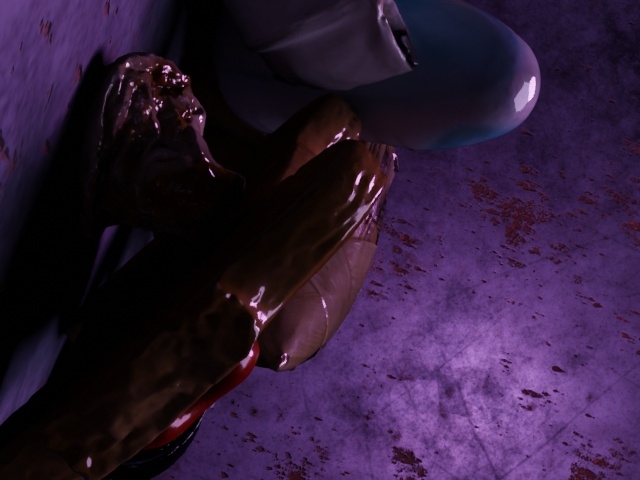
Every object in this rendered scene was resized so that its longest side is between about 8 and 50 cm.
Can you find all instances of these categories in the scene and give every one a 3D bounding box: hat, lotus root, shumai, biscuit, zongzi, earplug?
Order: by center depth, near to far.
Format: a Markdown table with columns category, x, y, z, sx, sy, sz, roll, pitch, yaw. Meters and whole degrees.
| category | x | y | z | sx | sy | sz | roll | pitch | yaw |
| --- | --- | --- | --- | --- | --- | --- | --- | --- | --- |
| shumai | -0.108 | -0.052 | 0.784 | 0.145 | 0.116 | 0.145 | -161 | -90 | -87 |
| biscuit | -0.098 | 0.045 | 0.882 | 0.368 | 0.076 | 0.394 | -42 | -168 | 8 |
| hat | -0.028 | -0.280 | 0.922 | 0.301 | 0.168 | 0.257 | 69 | 12 | -58 |
| earplug | 0.067 | -0.167 | 1.057 | 0.324 | 0.185 | 0.185 | 18 | -94 | 47 |
| zongzi | 0.000 | 0.000 | 1.145 | 0.289 | 0.154 | 0.317 | -64 | -168 | -6 |
| lotus root | -0.101 | -0.163 | 1.370 | 0.375 | 0.111 | 0.390 | -81 | -170 | -56 |

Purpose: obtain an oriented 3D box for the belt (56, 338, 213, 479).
| category | x | y | z | sx | sy | sz | roll | pitch | yaw |
| --- | --- | --- | --- | --- | --- | --- | --- | --- | --- |
| belt | -0.174 | 0.134 | 1.099 | 0.078 | 0.151 | 0.198 | 113 | -7 | -60 |
